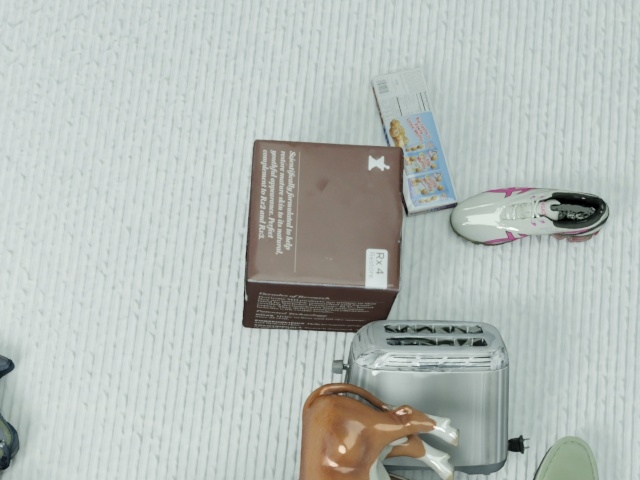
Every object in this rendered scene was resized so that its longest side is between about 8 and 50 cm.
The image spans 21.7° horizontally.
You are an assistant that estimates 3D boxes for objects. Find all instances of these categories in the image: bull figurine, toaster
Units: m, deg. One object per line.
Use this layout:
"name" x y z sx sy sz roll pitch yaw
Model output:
"bull figurine" 0.043 0.307 1.750 0.188 0.101 0.310 4 93 3
"toaster" 0.125 0.173 1.846 0.227 0.129 0.146 1 108 -1

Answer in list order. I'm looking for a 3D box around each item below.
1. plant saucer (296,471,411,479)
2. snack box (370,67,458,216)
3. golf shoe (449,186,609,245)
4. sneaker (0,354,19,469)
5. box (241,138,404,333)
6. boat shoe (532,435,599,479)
"plant saucer" 0.037 0.408 1.836 0.311 0.050 0.310 1 72 -3
"snack box" 0.113 -0.120 2.013 0.064 0.022 0.178 -12 74 -8
"golf shoe" 0.246 -0.036 1.964 0.186 0.086 0.067 -3 75 -3
"sneaker" -0.392 0.250 1.830 0.121 0.111 0.299 -1 75 -8
"box" 0.000 0.000 1.876 0.167 0.203 0.168 3 72 -3
"boat shoe" 0.255 0.331 1.861 0.081 0.069 0.227 16 73 -11
